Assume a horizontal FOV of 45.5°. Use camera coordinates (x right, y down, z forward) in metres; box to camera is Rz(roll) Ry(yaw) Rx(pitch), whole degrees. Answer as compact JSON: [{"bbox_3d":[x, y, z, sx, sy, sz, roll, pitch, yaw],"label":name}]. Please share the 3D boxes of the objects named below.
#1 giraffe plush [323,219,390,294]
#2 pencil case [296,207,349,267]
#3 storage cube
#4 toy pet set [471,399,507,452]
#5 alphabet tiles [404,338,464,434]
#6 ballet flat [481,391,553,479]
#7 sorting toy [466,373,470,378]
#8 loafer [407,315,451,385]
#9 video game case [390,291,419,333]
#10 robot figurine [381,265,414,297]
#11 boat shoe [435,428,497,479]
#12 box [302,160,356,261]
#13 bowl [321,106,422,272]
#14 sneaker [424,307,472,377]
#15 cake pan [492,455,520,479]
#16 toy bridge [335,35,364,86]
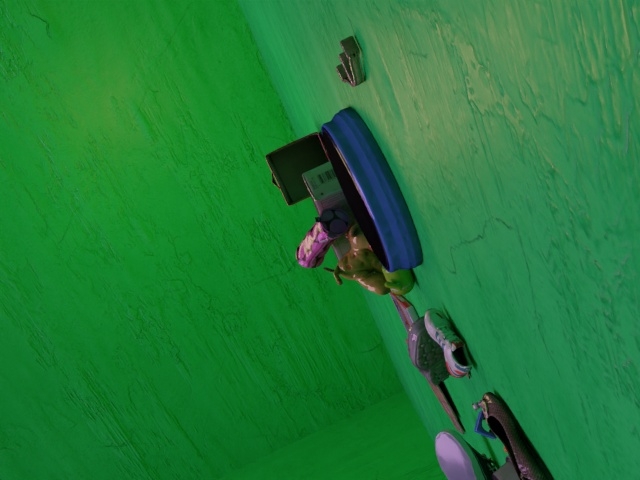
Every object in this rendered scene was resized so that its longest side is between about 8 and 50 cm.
[{"bbox_3d":[0.125,0.023,2.000,0.181,0.210,0.170,-88,9,-68],"label":"giraffe plush"},{"bbox_3d":[0.000,0.000,2.016,0.209,0.095,0.098,123,156,-55],"label":"pencil case"},{"bbox_3d":[-0.057,-0.239,2.522,0.193,0.215,0.183,-79,-36,-83],"label":"storage cube"},{"bbox_3d":[0.353,0.394,1.594,0.114,0.065,0.122,72,172,-74],"label":"toy pet set"},{"bbox_3d":[0.368,0.469,2.480,0.342,0.011,0.285,60,179,8],"label":"alphabet tiles"},{"bbox_3d":[0.359,0.387,1.442,0.249,0.058,0.084,-118,4,-49],"label":"ballet flat"},{"bbox_3d":[0.319,0.272,1.748,0.083,0.012,0.062,59,179,38],"label":"sorting toy"},{"bbox_3d":[0.253,0.254,1.842,0.111,0.112,0.319,54,173,31],"label":"loafer"},{"bbox_3d":[0.287,0.268,2.345,0.285,0.025,0.204,-132,17,-82],"label":"video game case"},{"bbox_3d":[0.195,0.086,1.905,0.101,0.067,0.115,-68,-42,-58],"label":"robot figurine"},{"bbox_3d":[0.421,0.621,2.018,0.306,0.105,0.113,54,135,7],"label":"boat shoe"},{"bbox_3d":[0.071,-0.072,2.124,0.311,0.148,0.121,69,176,-47],"label":"box"},{"bbox_3d":[0.108,-0.107,1.714,0.391,0.077,0.391,155,90,-88],"label":"bowl"},{"bbox_3d":[0.280,0.212,1.629,0.161,0.057,0.075,66,162,15],"label":"sneaker"},{"bbox_3d":[0.464,0.625,1.688,0.293,0.054,0.293,155,90,-88],"label":"cake pan"},{"bbox_3d":[0.055,-0.307,1.361,0.063,0.026,0.188,64,178,1],"label":"toy bridge"}]
